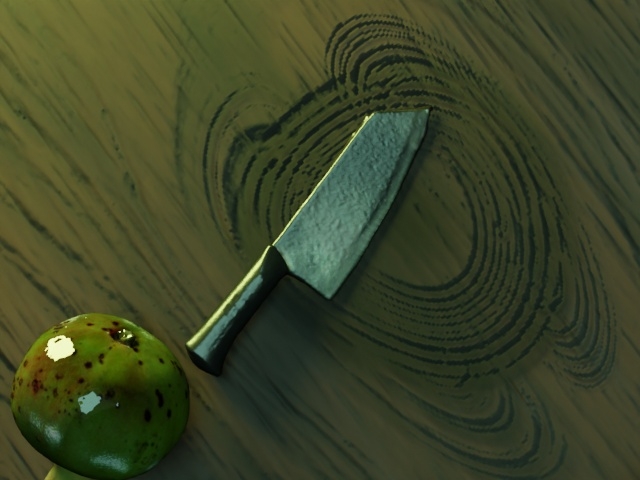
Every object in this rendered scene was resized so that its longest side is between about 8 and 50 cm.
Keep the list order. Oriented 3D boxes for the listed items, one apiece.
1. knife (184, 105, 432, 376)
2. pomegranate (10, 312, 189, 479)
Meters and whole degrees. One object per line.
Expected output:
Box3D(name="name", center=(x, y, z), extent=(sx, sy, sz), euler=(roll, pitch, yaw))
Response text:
Box3D(name="knife", center=(0.000, 0.000, 1.239), extent=(0.060, 0.028, 0.230), euler=(38, 87, -2))
Box3D(name="pomegranate", center=(-0.147, 0.116, 1.208), extent=(0.115, 0.114, 0.142), euler=(24, 113, 9))
